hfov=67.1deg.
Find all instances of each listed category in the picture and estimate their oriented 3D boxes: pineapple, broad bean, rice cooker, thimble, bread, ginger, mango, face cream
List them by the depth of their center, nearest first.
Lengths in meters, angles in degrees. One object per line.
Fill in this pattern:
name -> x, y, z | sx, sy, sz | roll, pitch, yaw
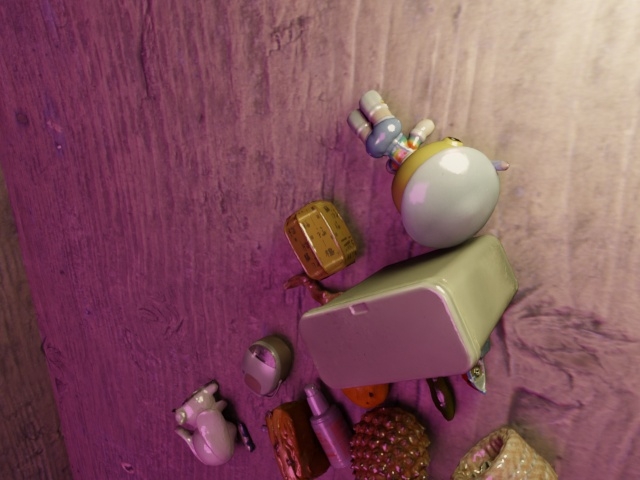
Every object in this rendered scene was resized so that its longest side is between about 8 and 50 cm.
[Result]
thimble -> 0.415, 0.553, 1.107 | 0.148, 0.196, 0.229 | 44, 126, 14
pineapple -> 0.164, 0.611, 1.202 | 0.223, 0.357, 0.223 | 6, 123, 9
broad bean -> 0.293, 0.342, 1.215 | 0.065, 0.046, 0.254 | -5, 103, 38
mango -> 0.098, 0.335, 1.312 | 0.157, 0.109, 0.262 | -23, 95, 37
ginger -> 0.025, 0.157, 1.326 | 0.288, 0.075, 0.089 | 23, 148, 22
face cream -> 0.022, 0.547, 1.455 | 0.101, 0.101, 0.251 | -28, 89, 40
bread -> -0.060, 0.602, 1.465 | 0.099, 0.210, 0.235 | -33, 67, 20
rice cooker -> -0.169, 0.396, 1.526 | 0.145, 0.127, 0.206 | 30, 126, 25

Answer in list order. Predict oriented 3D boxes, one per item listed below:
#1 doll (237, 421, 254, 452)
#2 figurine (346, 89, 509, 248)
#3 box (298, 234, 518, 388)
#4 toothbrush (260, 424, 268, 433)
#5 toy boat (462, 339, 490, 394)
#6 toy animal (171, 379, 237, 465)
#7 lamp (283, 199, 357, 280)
doll -> -0.281, 0.731, 1.795 | 0.037, 0.027, 0.125 | -20, 94, 47
figurine -> 0.181, -0.147, 1.021 | 0.382, 0.205, 0.224 | 39, 120, 28
box -> 0.196, 0.144, 1.019 | 0.352, 0.344, 0.177 | -23, 92, 39
toothbrush -> -0.072, 0.669, 1.616 | 0.354, 0.029, 0.024 | -1, 92, 37
toy boat -> 0.360, 0.275, 1.124 | 0.059, 0.069, 0.173 | -1, 102, 45
toy animal -> -0.423, 0.683, 1.787 | 0.289, 0.174, 0.249 | 34, 125, 23
lamp -> 0.000, 0.000, 1.235 | 0.161, 0.161, 0.185 | -32, 83, 40
